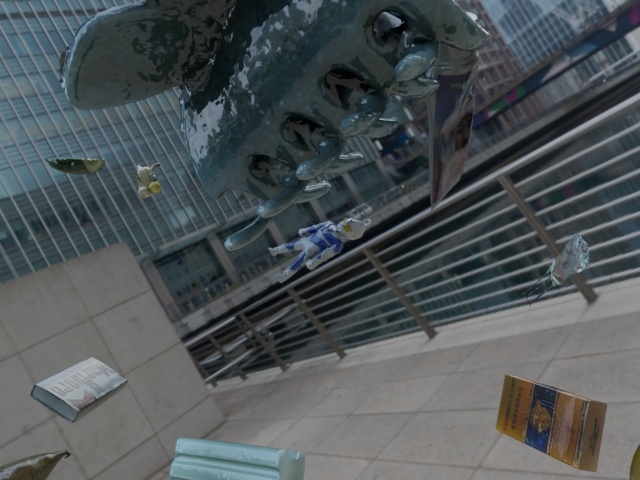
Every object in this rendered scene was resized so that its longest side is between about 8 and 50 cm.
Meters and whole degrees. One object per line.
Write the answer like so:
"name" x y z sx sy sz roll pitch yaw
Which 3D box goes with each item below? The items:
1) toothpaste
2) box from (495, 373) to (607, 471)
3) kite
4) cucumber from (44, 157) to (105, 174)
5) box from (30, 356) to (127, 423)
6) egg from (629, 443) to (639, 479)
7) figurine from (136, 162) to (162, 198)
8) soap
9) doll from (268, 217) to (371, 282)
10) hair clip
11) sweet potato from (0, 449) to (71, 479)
"toothpaste" 0.178 -0.164 0.610 0.096 0.061 0.266 -43 -39 -28
"box" 0.548 0.431 1.079 0.070 0.152 0.237 17 -8 -26
"kite" 0.585 0.090 1.115 0.127 0.016 0.229 -65 1 -54
"cucumber" -0.509 -0.152 0.911 0.108 0.035 0.067 4 12 14
"box" -0.527 0.324 0.988 0.035 0.115 0.177 -60 -5 7
"egg" 0.596 0.368 0.604 0.250 0.323 0.249 -163 90 -77
"figurine" -0.404 -0.142 1.057 0.051 0.083 0.047 -8 -7 12
"soap" -0.124 0.345 0.616 0.198 0.118 0.066 -9 -29 31
"doll" 0.000 0.000 0.941 0.228 0.114 0.057 -24 -45 6
"hair clip" -0.036 -0.178 0.440 0.318 0.238 0.392 -41 -3 34
"sweet potato" -0.506 0.395 0.643 0.075 0.074 0.269 -32 3 46
